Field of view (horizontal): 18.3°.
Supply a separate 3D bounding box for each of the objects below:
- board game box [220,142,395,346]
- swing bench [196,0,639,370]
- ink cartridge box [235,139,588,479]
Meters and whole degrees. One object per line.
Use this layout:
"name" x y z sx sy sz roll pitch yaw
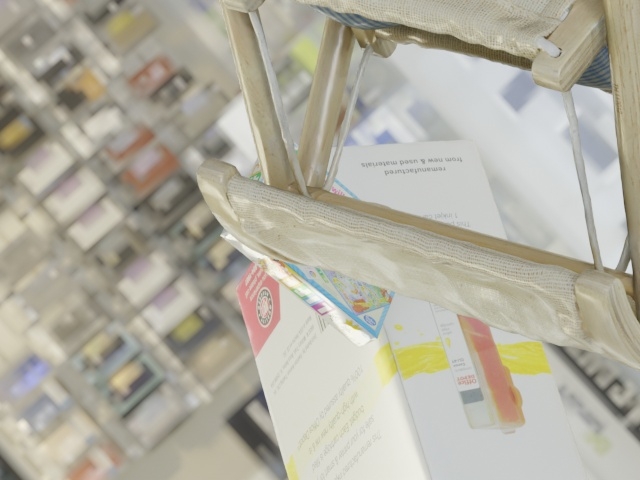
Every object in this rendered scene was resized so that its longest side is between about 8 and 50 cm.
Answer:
"board game box" 0.000 0.000 1.609 0.154 0.103 0.026 40 141 -21
"swing bench" 0.077 -0.069 0.994 0.253 0.165 0.254 16 114 36
"ink cartridge box" 0.077 0.142 1.805 0.279 0.160 0.384 126 134 -54
